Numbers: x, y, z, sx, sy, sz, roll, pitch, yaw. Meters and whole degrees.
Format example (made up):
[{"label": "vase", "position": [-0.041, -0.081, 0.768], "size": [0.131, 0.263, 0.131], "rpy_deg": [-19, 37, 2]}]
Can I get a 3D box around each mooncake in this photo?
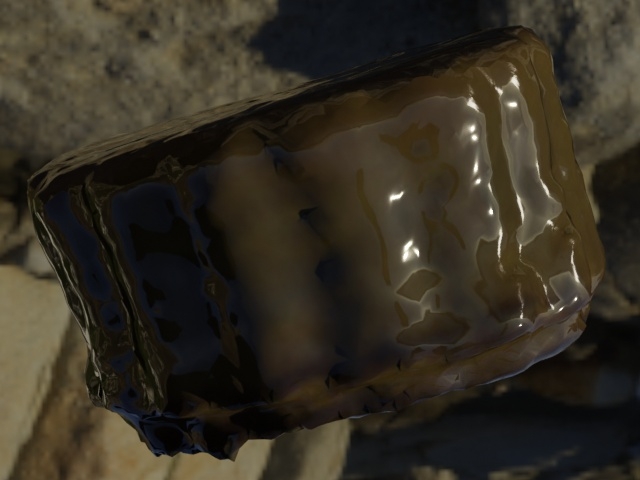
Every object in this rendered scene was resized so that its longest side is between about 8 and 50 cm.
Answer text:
[{"label": "mooncake", "position": [0.001, -0.001, 0.840], "size": [0.324, 0.187, 0.324], "rpy_deg": [-17, -174, 2]}]
